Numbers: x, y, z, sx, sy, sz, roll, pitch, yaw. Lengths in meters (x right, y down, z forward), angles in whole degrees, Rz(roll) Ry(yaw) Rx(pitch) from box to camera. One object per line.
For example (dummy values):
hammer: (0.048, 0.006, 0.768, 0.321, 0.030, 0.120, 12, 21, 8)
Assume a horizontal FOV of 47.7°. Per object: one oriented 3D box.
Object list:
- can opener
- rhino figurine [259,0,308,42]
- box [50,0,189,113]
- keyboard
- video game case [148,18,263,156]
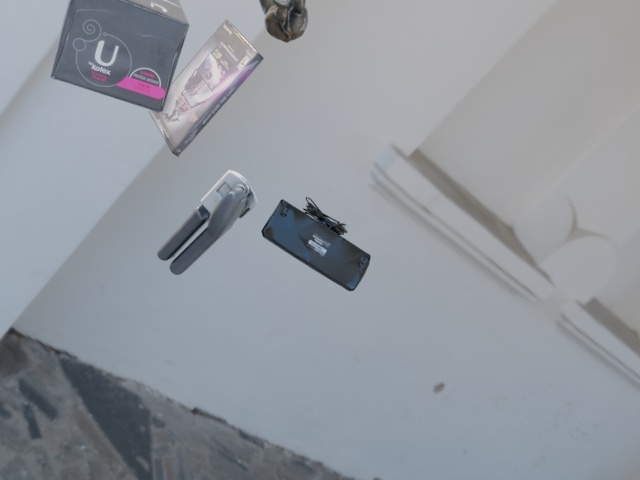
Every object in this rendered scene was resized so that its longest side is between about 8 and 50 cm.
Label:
can opener: (-0.218, -0.021, 1.310, 0.076, 0.283, 0.095, 49, 37, -2)
rhino figurine: (-0.065, -0.410, 1.118, 0.106, 0.073, 0.243, 102, -21, -58)
box: (-0.310, -0.322, 1.117, 0.165, 0.143, 0.270, 15, 22, -22)
keyboard: (0.000, 0.000, 1.251, 0.192, 0.100, 0.038, 33, -4, -5)
video game case: (-0.253, -0.332, 1.558, 0.026, 0.274, 0.196, 34, 14, -44)
